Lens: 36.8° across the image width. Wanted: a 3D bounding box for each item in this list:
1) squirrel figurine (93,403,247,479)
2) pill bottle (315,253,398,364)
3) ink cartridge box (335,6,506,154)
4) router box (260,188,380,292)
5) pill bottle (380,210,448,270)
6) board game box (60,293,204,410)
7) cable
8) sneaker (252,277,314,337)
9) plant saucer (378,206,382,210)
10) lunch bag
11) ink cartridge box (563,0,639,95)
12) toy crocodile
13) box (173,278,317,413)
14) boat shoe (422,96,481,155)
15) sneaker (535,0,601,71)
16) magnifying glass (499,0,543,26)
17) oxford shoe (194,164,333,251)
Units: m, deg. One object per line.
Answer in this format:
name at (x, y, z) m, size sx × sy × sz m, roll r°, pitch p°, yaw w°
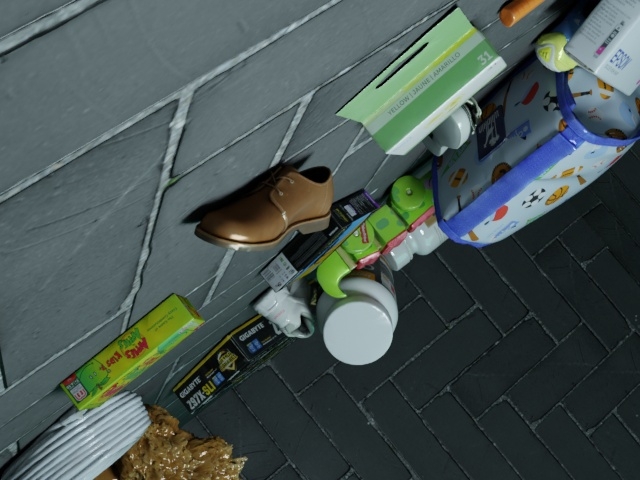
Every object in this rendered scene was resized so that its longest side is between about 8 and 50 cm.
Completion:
squirrel figurine at (-0.326, 0.519, 1.815) m, size 0.397 × 0.370 × 0.281 m, roll -42°, pitch 172°, yaw 21°
pill bottle at (0.071, 0.125, 1.912) m, size 0.162 × 0.162 × 0.278 m, roll -41°, pitch -166°, yaw 14°
ink cartridge box at (0.121, -0.170, 1.080) m, size 0.171 × 0.056 × 0.235 m, roll -40°, pitch 175°, yaw 14°
router box at (0.000, 0.000, 1.550) m, size 0.179 × 0.046 × 0.133 m, roll -44°, pitch 172°, yaw 33°
pill bottle at (0.217, -0.044, 2.042) m, size 0.229 × 0.131 × 0.131 m, roll -38°, pitch 173°, yaw -12°
board game box at (-0.239, 0.144, 1.239) m, size 0.181 × 0.043 × 0.092 m, roll -39°, pitch 173°, yaw -3°
cable at (-0.382, 0.335, 1.519) m, size 0.257 × 0.089 × 0.257 m, roll -40°, pitch 173°, yaw 6°
sneaker at (-0.053, 0.141, 1.884) m, size 0.090 × 0.115 × 0.232 m, roll -41°, pitch 173°, yaw 16°
plant saucer at (0.095, -0.037, 1.946) m, size 0.083 × 0.013 × 0.083 m, roll -38°, pitch 174°, yaw -5°
lunch bag at (0.382, -0.173, 1.683) m, size 0.328 × 0.239 × 0.385 m, roll -42°, pitch 180°, yaw 39°
ink cartridge box at (0.508, -0.367, 1.381) m, size 0.330 × 0.071 × 0.324 m, roll -52°, pitch 161°, yaw 19°
toy crocodile at (0.124, -0.026, 1.787) m, size 0.340 × 0.105 × 0.115 m, roll -38°, pitch 173°, yaw -13°
box at (-0.148, 0.233, 2.149) m, size 0.257 × 0.079 × 0.322 m, roll -43°, pitch 172°, yaw 40°
boat shoe at (0.178, -0.170, 1.308) m, size 0.070 × 0.078 × 0.219 m, roll -38°, pitch -179°, yaw -2°
sneaker at (0.442, -0.339, 1.512) m, size 0.240 × 0.091 × 0.126 m, roll -32°, pitch 169°, yaw -42°
magnifying glass at (0.302, -0.325, 1.145) m, size 0.231 × 0.026 × 0.092 m, roll -36°, pitch 173°, yaw -16°
oxford shoe at (-0.056, -0.040, 1.005) m, size 0.212 × 0.076 × 0.076 m, roll -25°, pitch 134°, yaw -56°
